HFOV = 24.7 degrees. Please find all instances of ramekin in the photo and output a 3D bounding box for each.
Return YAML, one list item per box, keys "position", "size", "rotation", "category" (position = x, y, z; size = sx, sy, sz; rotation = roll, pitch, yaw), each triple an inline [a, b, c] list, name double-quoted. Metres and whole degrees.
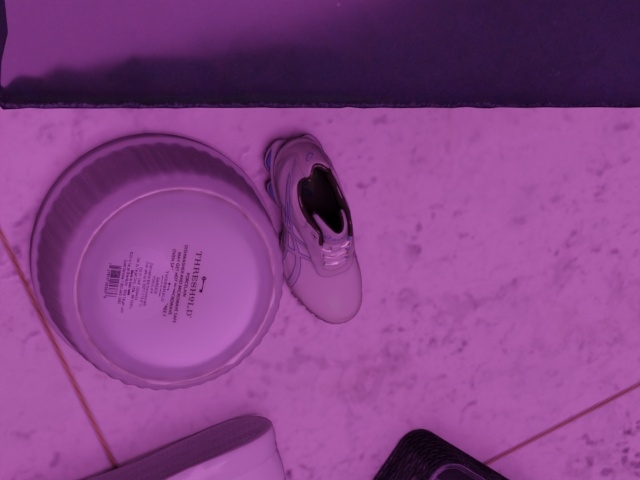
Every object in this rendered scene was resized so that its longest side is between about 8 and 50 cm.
- position: [-0.127, 0.024, 1.184]
  size: [0.207, 0.109, 0.207]
  rotation: [-5, 107, -16]
  category: "ramekin"

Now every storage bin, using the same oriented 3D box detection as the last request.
- position: [0.132, 0.272, 1.349]
  size: [0.180, 0.084, 0.122]
  rotation: [33, 93, -22]
  category: "storage bin"

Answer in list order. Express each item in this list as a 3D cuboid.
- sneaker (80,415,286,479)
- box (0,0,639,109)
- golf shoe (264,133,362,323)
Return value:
- position: [-0.152, 0.282, 1.248]
  size: [0.293, 0.108, 0.169]
  rotation: [-20, 107, -13]
  category: "sneaker"
- position: [0.000, -0.256, 0.951]
  size: [0.480, 0.472, 0.297]
  rotation: [-2, 105, -18]
  category: "box"
- position: [0.000, 0.000, 1.231]
  size: [0.069, 0.086, 0.176]
  rotation: [-23, 112, -12]
  category: "golf shoe"
